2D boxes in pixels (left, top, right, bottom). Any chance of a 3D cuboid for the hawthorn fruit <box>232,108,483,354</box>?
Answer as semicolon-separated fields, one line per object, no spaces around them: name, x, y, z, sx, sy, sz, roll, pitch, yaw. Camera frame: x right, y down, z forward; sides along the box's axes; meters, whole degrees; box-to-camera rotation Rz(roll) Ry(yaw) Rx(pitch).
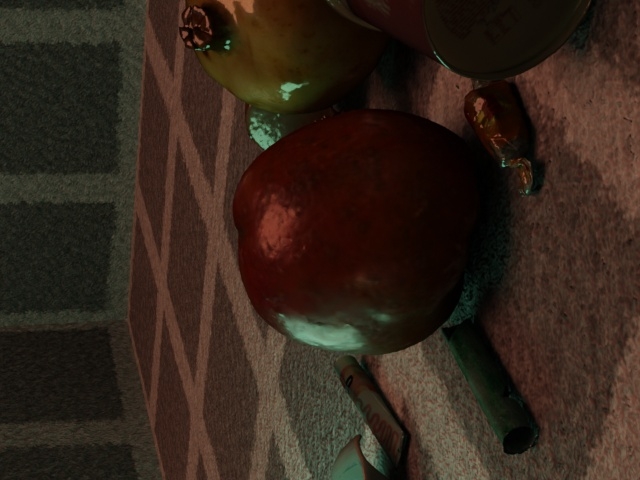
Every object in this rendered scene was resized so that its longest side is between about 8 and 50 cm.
hawthorn fruit;0.043;-0.005;1.394;0.284;0.284;0.284;178;90;-74

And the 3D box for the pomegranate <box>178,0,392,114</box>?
pomegranate;-0.030;-0.299;1.587;0.307;0.307;0.307;178;90;-74

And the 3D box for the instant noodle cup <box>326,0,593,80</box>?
instant noodle cup;0.125;-0.260;1.151;0.178;0.235;0.234;-129;39;-49

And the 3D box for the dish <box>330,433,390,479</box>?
dish;0.070;0.366;1.667;0.154;0.064;0.234;122;141;-63

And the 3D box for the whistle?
whistle;0.171;0.145;1.346;0.186;0.039;0.039;-115;28;-53

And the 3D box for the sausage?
sausage;-0.046;-0.228;1.824;0.253;0.123;0.123;-95;12;-55

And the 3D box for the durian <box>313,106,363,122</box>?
durian;0.034;-0.082;1.577;0.137;0.168;0.158;-18;-53;-82

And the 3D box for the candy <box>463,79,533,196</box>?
candy;0.172;-0.122;1.293;0.053;0.046;0.182;105;155;-49

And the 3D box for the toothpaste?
toothpaste;0.068;0.220;1.716;0.205;0.036;0.056;-126;38;-55
